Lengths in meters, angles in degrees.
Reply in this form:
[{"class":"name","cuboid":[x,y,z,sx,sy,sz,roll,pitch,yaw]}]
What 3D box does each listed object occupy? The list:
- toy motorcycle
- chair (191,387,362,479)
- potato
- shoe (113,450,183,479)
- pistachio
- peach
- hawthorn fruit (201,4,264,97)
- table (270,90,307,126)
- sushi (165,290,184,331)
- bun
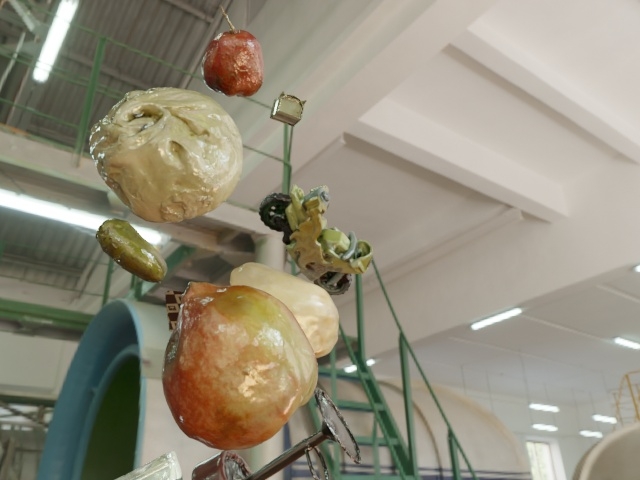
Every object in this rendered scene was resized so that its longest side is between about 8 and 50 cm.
[{"class":"toy motorcycle","cuboid":[0.000,0.000,1.693,0.237,0.169,0.410,-26,-62,25]},{"class":"chair","cuboid":[-0.116,0.588,1.468,0.401,0.226,0.226,-32,-32,2]},{"class":"potato","cuboid":[-0.554,0.036,1.636,0.251,0.113,0.149,46,-19,0]},{"class":"shoe","cuboid":[-0.642,0.877,1.908,0.363,0.160,0.132,-21,-17,-29]},{"class":"pistachio","cuboid":[-0.102,0.188,1.429,0.321,0.238,0.229,31,-65,-2]},{"class":"peach","cuboid":[-0.133,0.176,0.844,0.232,0.257,0.232,-40,0,0]},{"class":"hawthorn fruit","cuboid":[-0.212,-0.462,1.379,0.162,0.162,0.203,4,-57,-12]},{"class":"table","cuboid":[-0.090,-0.370,1.565,0.079,0.062,0.083,16,-8,-18]},{"class":"sushi","cuboid":[-0.328,0.222,1.556,0.210,0.040,0.193,5,-45,-4]},{"class":"bun","cuboid":[-0.349,-0.214,1.283,0.362,0.326,0.234,32,-22,23]}]
